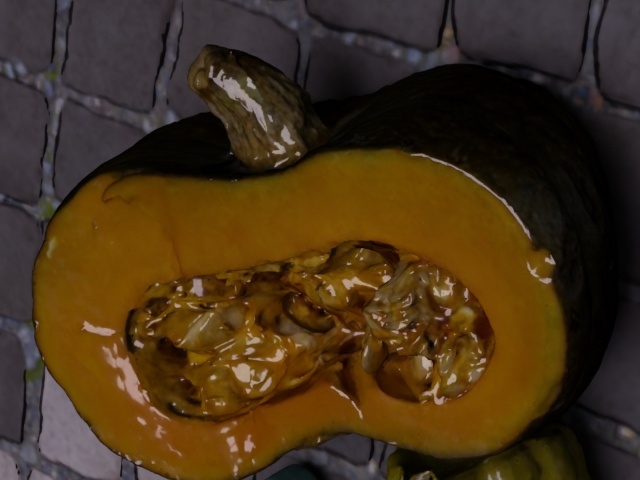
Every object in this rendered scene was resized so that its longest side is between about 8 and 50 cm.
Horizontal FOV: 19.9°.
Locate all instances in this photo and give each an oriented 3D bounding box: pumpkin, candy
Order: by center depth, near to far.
[{"bbox_3d":[0.000,0.000,0.926,0.317,0.139,0.222,-9,102,37],"label":"pumpkin"},{"bbox_3d":[0.103,0.188,0.937,0.094,0.106,0.199,0,111,52],"label":"candy"}]

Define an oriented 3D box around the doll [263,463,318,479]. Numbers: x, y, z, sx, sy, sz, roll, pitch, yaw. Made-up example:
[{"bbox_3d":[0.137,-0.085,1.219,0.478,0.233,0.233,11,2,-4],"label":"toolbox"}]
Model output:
[{"bbox_3d":[-0.034,0.204,1.059,0.159,0.059,0.159,16,113,31],"label":"doll"}]
